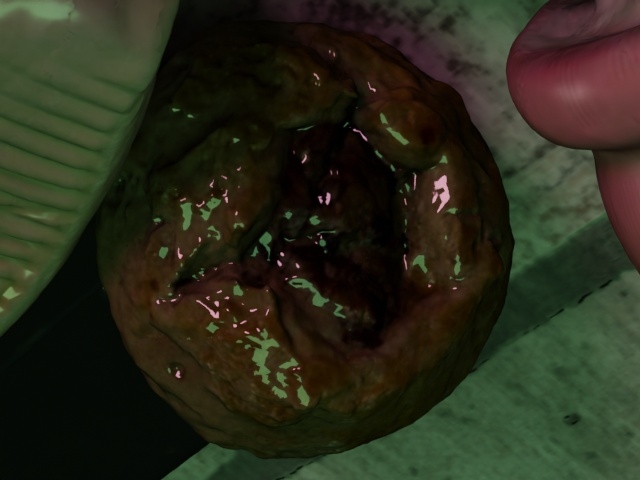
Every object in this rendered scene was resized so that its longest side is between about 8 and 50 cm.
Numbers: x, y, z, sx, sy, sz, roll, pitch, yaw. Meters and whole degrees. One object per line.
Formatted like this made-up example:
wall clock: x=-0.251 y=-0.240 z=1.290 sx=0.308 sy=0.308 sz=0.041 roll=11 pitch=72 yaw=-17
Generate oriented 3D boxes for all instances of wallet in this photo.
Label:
wallet: x=-0.165 y=0.072 z=1.064 sx=0.228 sy=0.062 sz=0.406 roll=36 pitch=123 yaw=-23

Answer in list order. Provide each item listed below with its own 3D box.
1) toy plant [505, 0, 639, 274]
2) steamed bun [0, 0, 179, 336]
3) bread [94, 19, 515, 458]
toy plant: x=0.145 y=-0.120 z=0.796 sx=0.317 sy=0.210 sz=0.356 roll=-27 pitch=110 yaw=26
steamed bun: x=-0.224 y=-0.084 z=0.838 sx=0.247 sy=0.236 sz=0.383 roll=19 pitch=135 yaw=-23
bread: x=0.000 y=0.000 z=0.888 sx=0.230 sy=0.230 sz=0.123 roll=40 pitch=158 yaw=-25
